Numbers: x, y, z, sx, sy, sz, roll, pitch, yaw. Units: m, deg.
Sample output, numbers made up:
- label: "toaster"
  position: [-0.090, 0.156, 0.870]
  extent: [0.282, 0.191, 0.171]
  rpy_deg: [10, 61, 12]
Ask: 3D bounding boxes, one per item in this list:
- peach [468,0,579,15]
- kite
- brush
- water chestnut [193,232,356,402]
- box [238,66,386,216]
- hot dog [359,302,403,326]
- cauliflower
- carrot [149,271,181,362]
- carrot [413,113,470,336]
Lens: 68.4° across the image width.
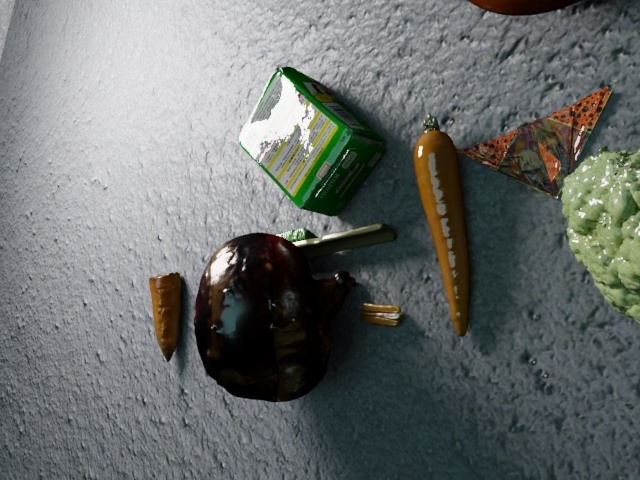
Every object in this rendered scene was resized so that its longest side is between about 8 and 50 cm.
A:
- label: "peach"
  position: [0.272, -0.404, 0.563]
  extent: [0.252, 0.252, 0.252]
  rpy_deg: [-4, 84, 37]
- label: "kite"
  position: [0.304, -0.114, 0.648]
  extent: [0.222, 0.008, 0.125]
  rpy_deg: [-21, 74, 34]
- label: "brush"
  position: [0.000, 0.000, 0.841]
  extent: [0.282, 0.054, 0.048]
  rpy_deg: [-11, 60, 35]
- label: "water chestnut"
  position: [-0.071, 0.123, 0.783]
  extent: [0.300, 0.300, 0.300]
  rpy_deg: [-4, 84, 37]
- label: "box"
  position: [-0.024, -0.178, 0.843]
  extent: [0.250, 0.103, 0.180]
  rpy_deg: [49, 114, 31]
- label: "hot dog"
  position: [0.100, 0.122, 0.773]
  extent: [0.083, 0.021, 0.037]
  rpy_deg: [4, 78, 38]
- label: "cauliflower"
  position: [0.399, -0.022, 0.451]
  extent: [0.250, 0.272, 0.275]
  rpy_deg: [-42, 75, -8]
- label: "carrot"
  position: [-0.353, 0.176, 1.080]
  extent: [0.072, 0.072, 0.205]
  rpy_deg: [-8, 83, 36]
- label: "carrot"
  position: [0.186, -0.026, 0.696]
  extent: [0.069, 0.069, 0.336]
  rpy_deg: [-12, 82, 36]
